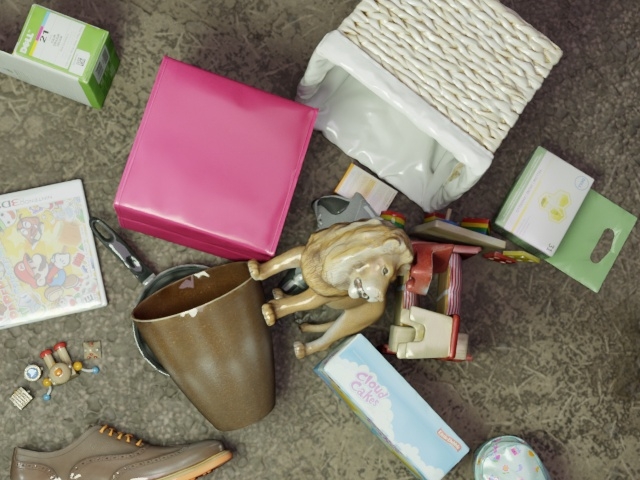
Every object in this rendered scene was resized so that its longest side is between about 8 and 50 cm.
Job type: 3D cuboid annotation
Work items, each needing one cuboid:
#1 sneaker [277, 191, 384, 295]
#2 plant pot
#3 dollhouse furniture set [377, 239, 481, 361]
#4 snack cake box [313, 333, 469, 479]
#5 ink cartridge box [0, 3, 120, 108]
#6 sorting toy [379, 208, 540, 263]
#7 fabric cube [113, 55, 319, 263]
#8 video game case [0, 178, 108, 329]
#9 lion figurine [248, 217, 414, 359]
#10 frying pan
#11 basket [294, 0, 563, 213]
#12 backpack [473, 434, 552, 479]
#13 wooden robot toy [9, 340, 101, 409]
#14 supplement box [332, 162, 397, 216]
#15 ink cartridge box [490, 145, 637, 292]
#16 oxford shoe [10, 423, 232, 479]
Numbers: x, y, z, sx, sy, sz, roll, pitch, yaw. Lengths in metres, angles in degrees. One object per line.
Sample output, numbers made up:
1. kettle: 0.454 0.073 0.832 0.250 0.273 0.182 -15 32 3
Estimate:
1. sneaker: 0.000 0.000 1.773 0.229 0.086 0.132 -36 63 9
2. plant pot: -0.161 0.181 1.639 0.215 0.215 0.230 -23 104 -9
3. dollhouse furniture set: 0.194 0.095 1.631 0.152 0.374 0.201 6 84 -3
4. snack cake box: 0.115 0.282 1.708 0.089 0.152 0.264 -43 89 -9
5. ink cartridge box: -0.481 -0.326 1.697 0.255 0.189 0.097 21 82 -3
6. sorting toy: 0.246 -0.017 1.754 0.275 0.132 0.046 17 80 -13
7. fabric cube: -0.173 -0.117 1.674 0.258 0.259 0.254 17 81 -6
8. video game case: -0.489 0.025 1.736 0.206 0.026 0.227 -12 85 -7
9. lion figurine: 0.036 0.073 1.589 0.240 0.392 0.142 -18 75 4
10. frying pan: -0.281 0.114 1.734 0.326 0.053 0.197 24 81 -3
11. basket: 0.167 -0.264 1.699 0.331 0.328 0.266 36 77 -1
12. backpack: 0.336 0.421 1.736 0.152 0.115 0.182 -21 83 -6
13. wooden robot toy: -0.445 0.216 1.691 0.173 0.079 0.076 -29 87 -9
14. supplement box: 0.079 -0.085 1.807 0.098 0.036 0.062 33 81 -2
15. ink cartridge box: 0.448 -0.037 1.836 0.235 0.056 0.171 31 80 0
16. oxford shoe: -0.329 0.360 1.665 0.364 0.130 0.132 -10 78 -8
